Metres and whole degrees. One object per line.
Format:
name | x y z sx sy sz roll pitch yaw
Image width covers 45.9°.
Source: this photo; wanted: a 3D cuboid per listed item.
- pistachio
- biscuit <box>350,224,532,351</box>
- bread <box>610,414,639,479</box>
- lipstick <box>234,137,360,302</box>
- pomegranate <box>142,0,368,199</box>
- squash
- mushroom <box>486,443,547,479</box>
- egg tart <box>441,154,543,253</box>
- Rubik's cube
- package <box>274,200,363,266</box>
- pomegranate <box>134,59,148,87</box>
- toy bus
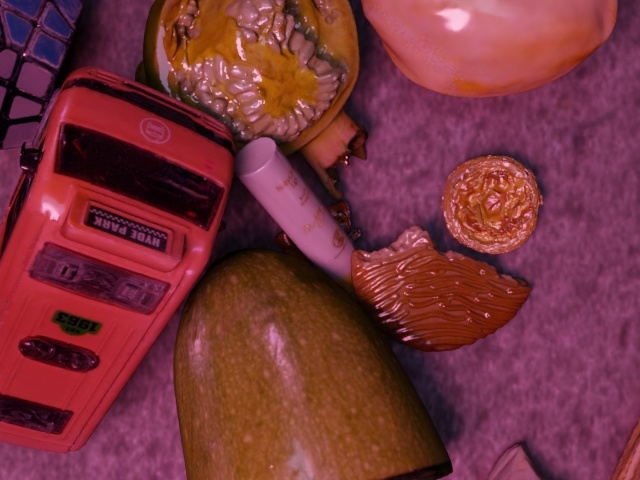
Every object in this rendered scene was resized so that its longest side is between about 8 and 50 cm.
pistachio | 0.182 -0.284 0.886 0.309 0.230 0.229 14 90 8
biscuit | 0.155 0.059 0.937 0.229 0.031 0.176 -12 114 -7
bread | 0.497 0.264 0.870 0.246 0.111 0.239 23 95 11
lipstick | -0.010 -0.016 0.898 0.059 0.264 0.059 -20 45 21
pomegranate | -0.062 -0.194 0.914 0.260 0.260 0.340 -38 114 3
squash | -0.027 0.153 0.891 0.311 0.310 0.308 -13 73 5
mushroom | 0.199 0.426 0.934 0.328 0.122 0.159 -48 49 2
egg tart | 0.217 -0.047 0.966 0.129 0.049 0.128 0 90 11
Rubik's cube | -0.451 -0.251 0.924 0.264 0.319 0.318 -18 87 30
package | -0.001 0.000 0.992 0.111 0.033 0.077 -32 96 8
pomegranate | -0.208 -0.204 1.001 0.073 0.073 0.084 -16 95 5
toy bus | -0.264 0.040 0.825 0.203 0.233 0.427 21 129 -22
